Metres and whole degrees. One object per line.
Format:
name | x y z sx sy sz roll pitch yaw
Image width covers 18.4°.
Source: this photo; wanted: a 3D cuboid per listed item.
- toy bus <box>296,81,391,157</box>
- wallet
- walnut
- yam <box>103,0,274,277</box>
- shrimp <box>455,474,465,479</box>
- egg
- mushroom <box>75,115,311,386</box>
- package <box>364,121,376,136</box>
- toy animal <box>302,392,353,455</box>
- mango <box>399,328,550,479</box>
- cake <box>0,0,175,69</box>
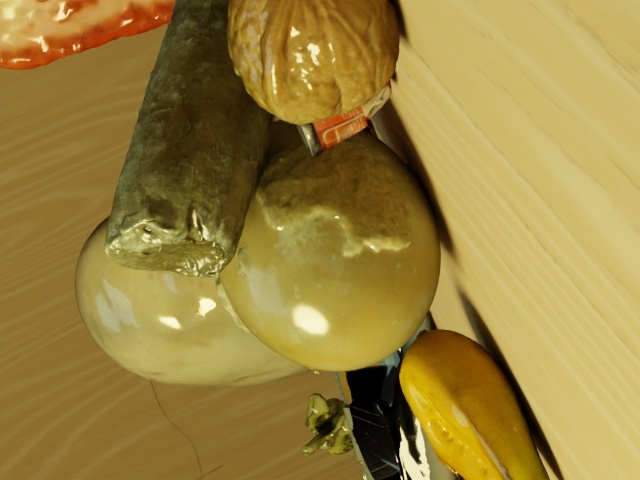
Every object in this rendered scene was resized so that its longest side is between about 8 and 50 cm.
toy bus | -0.013 -0.145 1.269 0.079 0.077 0.174 -152 37 -84
wallet | 0.064 0.175 1.789 0.170 0.069 0.231 0 102 66
walnut | -0.005 -0.122 1.137 0.124 0.105 0.105 72 173 -59
yam | -0.073 -0.093 1.332 0.093 0.093 0.259 71 -151 -57
shrimp | 0.087 0.288 2.012 0.137 0.172 0.372 60 167 18
egg | 0.003 -0.002 1.379 0.164 0.164 0.201 69 179 -48
mushroom | -0.101 -0.014 2.057 0.314 0.314 0.336 76 -167 -72
package | 0.017 -0.085 1.648 0.154 0.030 0.239 66 177 -34
toy animal | 0.043 0.172 1.961 0.073 0.181 0.136 46 158 17
mango | 0.112 0.128 1.380 0.187 0.066 0.101 -125 18 -45
cake | -0.206 -0.318 1.503 0.269 0.270 0.319 -120 5 -63
